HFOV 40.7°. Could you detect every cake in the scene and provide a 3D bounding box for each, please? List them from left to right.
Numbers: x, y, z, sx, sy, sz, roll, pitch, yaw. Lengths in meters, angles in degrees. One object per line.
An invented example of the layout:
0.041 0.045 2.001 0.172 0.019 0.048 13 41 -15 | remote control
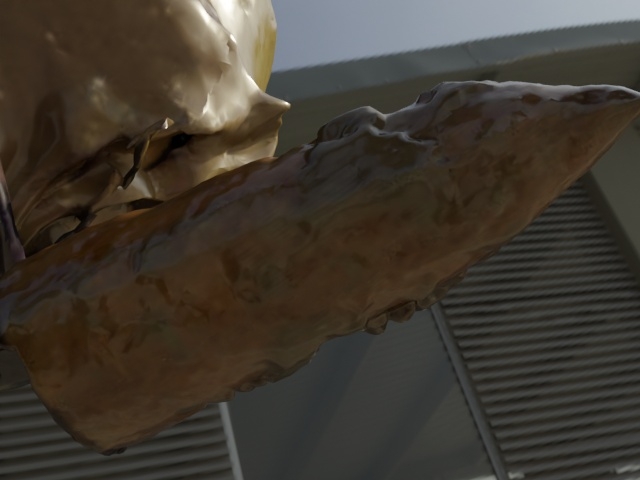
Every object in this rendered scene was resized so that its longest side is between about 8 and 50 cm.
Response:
-0.192 -0.058 0.531 0.332 0.321 0.332 3 -44 3 | cake

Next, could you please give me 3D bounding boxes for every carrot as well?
0.000 0.000 0.342 0.263 0.102 0.102 -25 -34 15 | carrot
